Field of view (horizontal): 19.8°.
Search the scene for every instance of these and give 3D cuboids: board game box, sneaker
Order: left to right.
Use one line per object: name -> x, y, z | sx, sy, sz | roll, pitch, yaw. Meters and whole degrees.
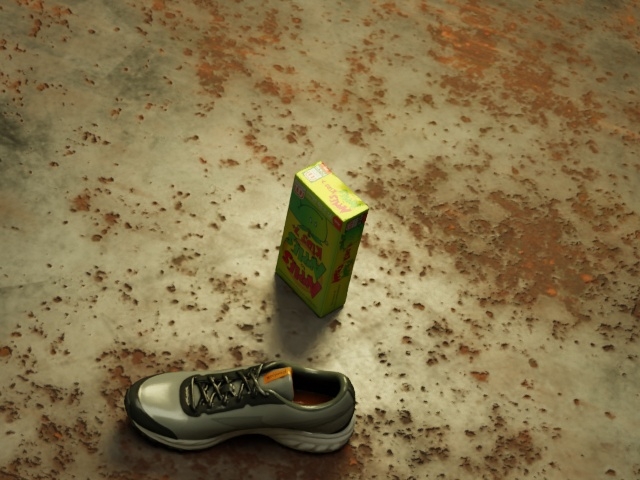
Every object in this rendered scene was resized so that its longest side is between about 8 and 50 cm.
sneaker -> -0.089, 0.178, 2.108 | 0.271, 0.108, 0.100 | 2, 51, -8
board game box -> 0.000, 0.000, 2.231 | 0.043, 0.181, 0.092 | -29, 60, -31
